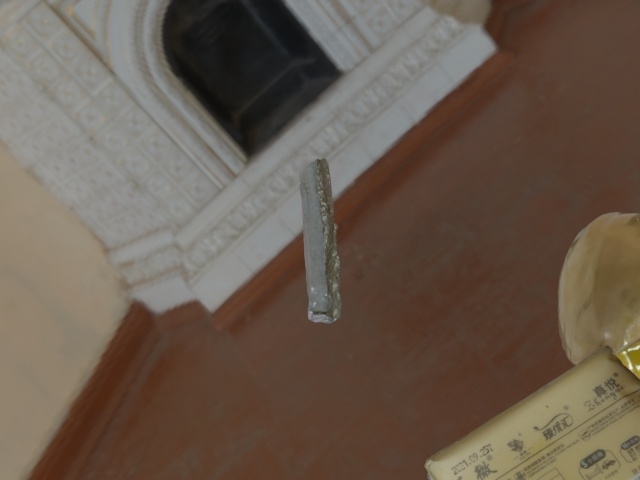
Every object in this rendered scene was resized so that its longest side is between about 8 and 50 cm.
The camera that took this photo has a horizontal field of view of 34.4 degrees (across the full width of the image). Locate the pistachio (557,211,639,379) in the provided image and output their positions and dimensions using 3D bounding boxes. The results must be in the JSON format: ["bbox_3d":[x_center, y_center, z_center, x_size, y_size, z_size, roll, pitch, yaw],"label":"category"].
[{"bbox_3d":[0.418,0.086,1.385,0.230,0.230,0.309,-27,26,31],"label":"pistachio"}]

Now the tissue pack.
[{"bbox_3d":[0.228,0.228,0.940,0.222,0.090,0.186,-34,55,-3],"label":"tissue pack"}]

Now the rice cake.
[{"bbox_3d":[0.000,0.000,1.593,0.055,0.049,0.270,-19,68,36],"label":"rice cake"}]
